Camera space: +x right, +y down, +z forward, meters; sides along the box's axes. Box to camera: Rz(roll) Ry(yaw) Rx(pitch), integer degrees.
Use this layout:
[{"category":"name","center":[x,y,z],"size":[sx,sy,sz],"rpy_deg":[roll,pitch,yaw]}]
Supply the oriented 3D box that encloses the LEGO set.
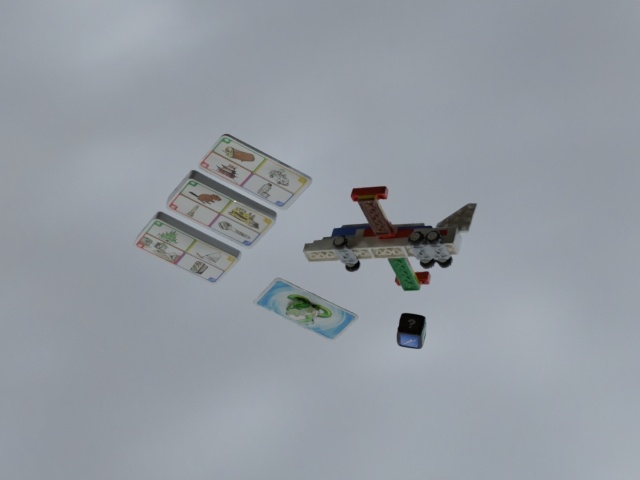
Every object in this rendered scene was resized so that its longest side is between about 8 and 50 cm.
[{"category":"LEGO set","center":[0.000,0.000,1.506],"size":[0.244,0.182,0.060],"rpy_deg":[26,-127,-14]}]
